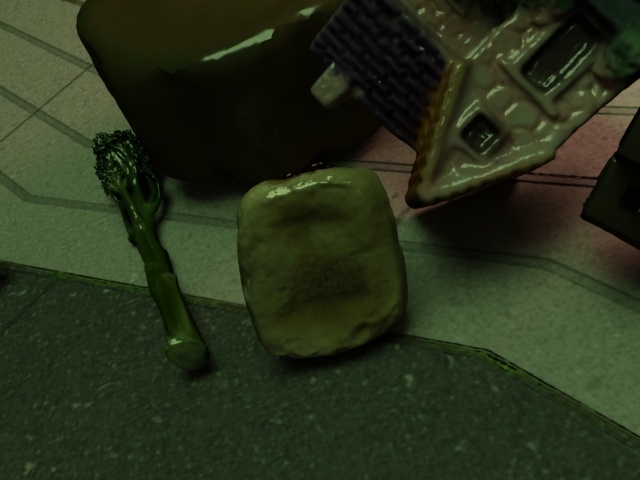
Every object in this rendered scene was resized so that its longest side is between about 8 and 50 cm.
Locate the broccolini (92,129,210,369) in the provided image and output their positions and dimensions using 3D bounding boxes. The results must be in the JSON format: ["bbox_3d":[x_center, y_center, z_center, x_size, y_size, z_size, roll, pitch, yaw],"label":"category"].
[{"bbox_3d":[-0.189,-0.012,0.952,0.079,0.074,0.392,-58,35,17],"label":"broccolini"}]

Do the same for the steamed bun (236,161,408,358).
[{"bbox_3d":[0.000,0.000,0.814,0.140,0.172,0.155,-9,23,2],"label":"steamed bun"}]

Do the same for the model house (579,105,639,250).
[{"bbox_3d":[0.349,-0.040,0.682,0.243,0.211,0.204,30,104,13],"label":"model house"}]

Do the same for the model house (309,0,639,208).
[{"bbox_3d":[0.126,-0.152,0.794,0.237,0.237,0.202,-46,4,4],"label":"model house"}]

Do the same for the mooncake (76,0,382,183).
[{"bbox_3d":[-0.076,-0.230,1.042,0.378,0.201,0.378,-12,42,11],"label":"mooncake"}]
